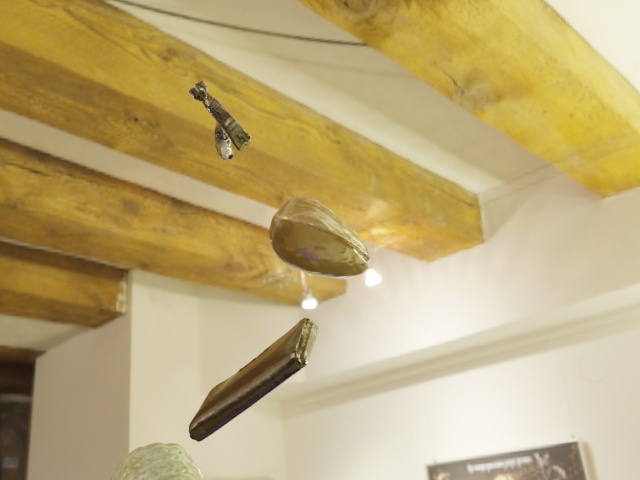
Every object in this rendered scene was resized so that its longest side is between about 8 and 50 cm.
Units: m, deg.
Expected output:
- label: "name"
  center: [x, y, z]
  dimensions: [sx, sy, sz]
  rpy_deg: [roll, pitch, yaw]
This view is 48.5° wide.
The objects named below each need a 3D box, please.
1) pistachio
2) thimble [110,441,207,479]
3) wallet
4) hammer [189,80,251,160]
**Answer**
- label: "pistachio"
  center: [0.000, 0.000, 1.097]
  dimensions: [0.185, 0.108, 0.126]
  rpy_deg: [29, -22, -34]
- label: "thimble"
  center: [-0.286, 0.491, 1.322]
  dimensions: [0.211, 0.185, 0.149]
  rpy_deg: [24, 9, -30]
- label: "wallet"
  center: [-0.109, 0.221, 1.143]
  dimensions: [0.250, 0.044, 0.149]
  rpy_deg: [-39, 9, 20]
- label: "hammer"
  center: [-0.110, -0.120, 0.813]
  dimensions: [0.021, 0.078, 0.201]
  rpy_deg: [-42, -1, -7]
